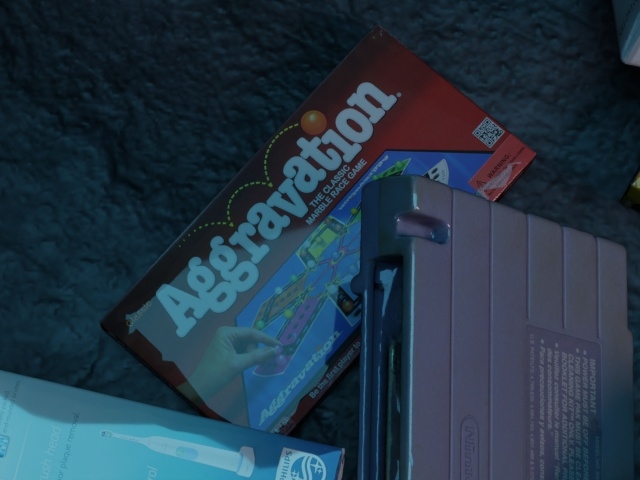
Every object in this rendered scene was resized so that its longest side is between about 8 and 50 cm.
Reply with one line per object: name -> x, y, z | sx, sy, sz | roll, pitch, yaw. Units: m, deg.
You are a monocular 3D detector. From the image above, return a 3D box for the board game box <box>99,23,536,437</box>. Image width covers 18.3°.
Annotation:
board game box -> 0.000, 0.000, 1.330 | 0.145, 0.027, 0.281 | 40, 78, 9

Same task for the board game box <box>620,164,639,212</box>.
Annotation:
board game box -> 0.305, -0.068, 1.347 | 0.141, 0.048, 0.170 | 28, 76, 6

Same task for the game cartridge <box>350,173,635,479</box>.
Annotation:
game cartridge -> 0.108, 0.156, 1.208 | 0.068, 0.230, 0.355 | -10, 71, 38

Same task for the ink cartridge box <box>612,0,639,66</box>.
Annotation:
ink cartridge box -> 0.339, -0.205, 1.348 | 0.296, 0.066, 0.261 | 10, 49, -11

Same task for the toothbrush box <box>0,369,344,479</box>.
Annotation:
toothbrush box -> -0.144, 0.164, 1.185 | 0.295, 0.216, 0.126 | 14, 76, 1
